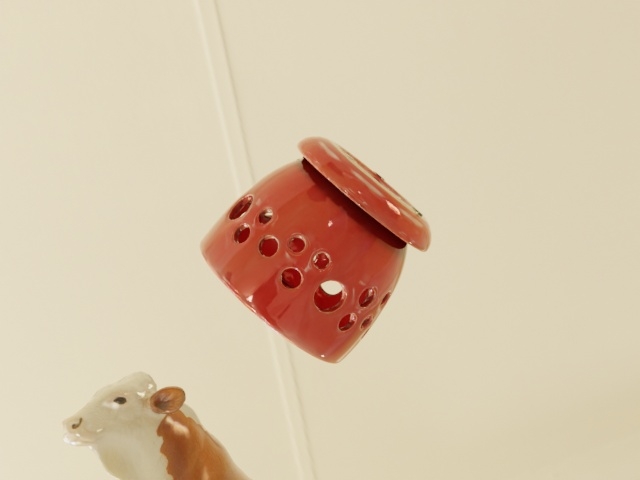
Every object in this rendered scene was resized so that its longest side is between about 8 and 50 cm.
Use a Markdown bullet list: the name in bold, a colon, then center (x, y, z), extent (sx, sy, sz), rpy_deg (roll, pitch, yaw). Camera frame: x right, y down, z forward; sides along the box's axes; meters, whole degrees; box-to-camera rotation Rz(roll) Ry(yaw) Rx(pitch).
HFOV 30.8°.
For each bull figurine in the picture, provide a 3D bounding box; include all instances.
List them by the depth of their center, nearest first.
- **bull figurine**: center (-0.109, 0.235, 0.942), extent (0.101, 0.188, 0.310), rpy_deg (-1, -27, 24)

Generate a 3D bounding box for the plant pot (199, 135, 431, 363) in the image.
- **plant pot**: center (0.000, 0.000, 1.175), extent (0.191, 0.191, 0.174), rpy_deg (33, -82, -39)
